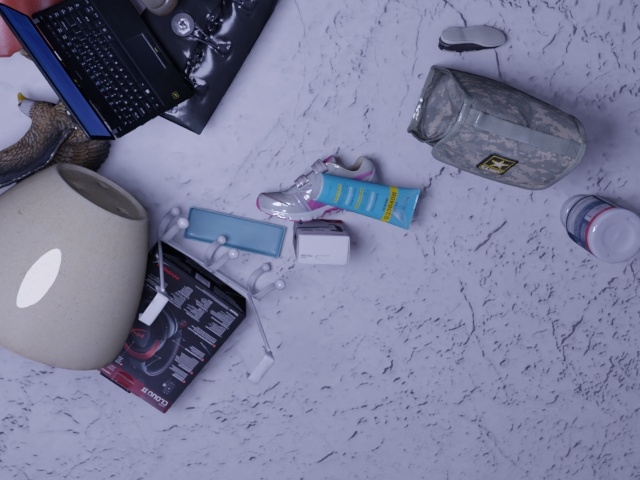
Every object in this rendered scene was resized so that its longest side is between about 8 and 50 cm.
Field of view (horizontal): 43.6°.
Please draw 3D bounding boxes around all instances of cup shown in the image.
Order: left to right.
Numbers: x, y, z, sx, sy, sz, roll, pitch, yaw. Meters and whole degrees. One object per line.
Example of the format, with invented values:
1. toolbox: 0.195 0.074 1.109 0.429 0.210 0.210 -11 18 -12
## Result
1. cup: -0.415 0.014 1.302 0.331 0.331 0.236 31 102 -13

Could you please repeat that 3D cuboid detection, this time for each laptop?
1. laptop: -0.335 -0.288 1.231 0.264 0.137 0.234 -38 98 -33

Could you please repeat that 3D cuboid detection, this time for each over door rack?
1. over door rack: -0.181 0.077 1.425 0.240 0.324 0.108 34 111 -22

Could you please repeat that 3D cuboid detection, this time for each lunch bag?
1. lunch bag: 0.311 -0.198 1.433 0.236 0.287 0.168 17 103 -11

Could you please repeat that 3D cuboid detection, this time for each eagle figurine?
1. eagle figurine: -0.474 -0.174 1.384 0.226 0.225 0.298 21 107 -31

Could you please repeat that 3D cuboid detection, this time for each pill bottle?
1. pill bottle: 0.540 -0.031 1.558 0.108 0.180 0.107 -1 106 -5

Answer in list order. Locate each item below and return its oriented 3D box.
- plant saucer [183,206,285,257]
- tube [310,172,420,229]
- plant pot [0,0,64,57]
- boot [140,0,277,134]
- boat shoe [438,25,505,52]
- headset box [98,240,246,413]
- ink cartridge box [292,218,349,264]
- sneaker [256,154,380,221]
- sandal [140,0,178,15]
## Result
1. plant saucer: -0.169 -0.017 1.577 0.192 0.018 0.067 12 104 -10
2. tube: 0.085 -0.077 1.484 0.207 0.052 0.080 12 107 -23
3. plant pot: -0.525 -0.448 1.305 0.273 0.272 0.264 -2 115 -5
4. boot: -0.253 -0.458 1.391 0.367 0.146 0.445 35 111 0
5. boat shoe: 0.284 -0.375 1.509 0.125 0.038 0.046 -4 65 -10
6. headset box: -0.319 0.178 1.569 0.218 0.110 0.293 37 99 -14
7. ink cartridge box: 0.000 0.000 1.537 0.099 0.135 0.056 2 105 -7
8. sneaker: -0.001 -0.105 1.532 0.253 0.103 0.111 -10 106 -11
9. sandal: -0.320 -0.452 1.302 0.090 0.060 0.219 -44 79 28
